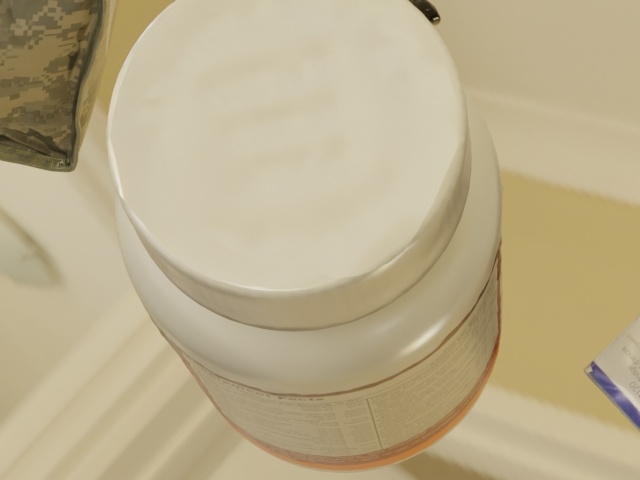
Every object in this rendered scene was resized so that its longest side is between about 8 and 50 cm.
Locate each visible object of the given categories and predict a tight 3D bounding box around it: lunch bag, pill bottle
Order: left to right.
[{"bbox_3d":[-0.204,-0.218,1.209,0.169,0.235,0.287,9,-31,-11],"label":"lunch bag"},{"bbox_3d":[0.000,0.000,0.608,0.121,0.121,0.221,36,-11,15],"label":"pill bottle"}]

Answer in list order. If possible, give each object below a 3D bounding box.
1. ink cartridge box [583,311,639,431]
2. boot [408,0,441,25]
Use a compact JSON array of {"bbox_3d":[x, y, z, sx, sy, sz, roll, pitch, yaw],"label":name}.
[{"bbox_3d":[0.315,0.013,0.987,0.165,0.332,0.065,50,12,25],"label":"ink cartridge box"},{"bbox_3d":[0.009,-0.069,0.946,0.083,0.161,0.246,43,-12,-31],"label":"boot"}]
